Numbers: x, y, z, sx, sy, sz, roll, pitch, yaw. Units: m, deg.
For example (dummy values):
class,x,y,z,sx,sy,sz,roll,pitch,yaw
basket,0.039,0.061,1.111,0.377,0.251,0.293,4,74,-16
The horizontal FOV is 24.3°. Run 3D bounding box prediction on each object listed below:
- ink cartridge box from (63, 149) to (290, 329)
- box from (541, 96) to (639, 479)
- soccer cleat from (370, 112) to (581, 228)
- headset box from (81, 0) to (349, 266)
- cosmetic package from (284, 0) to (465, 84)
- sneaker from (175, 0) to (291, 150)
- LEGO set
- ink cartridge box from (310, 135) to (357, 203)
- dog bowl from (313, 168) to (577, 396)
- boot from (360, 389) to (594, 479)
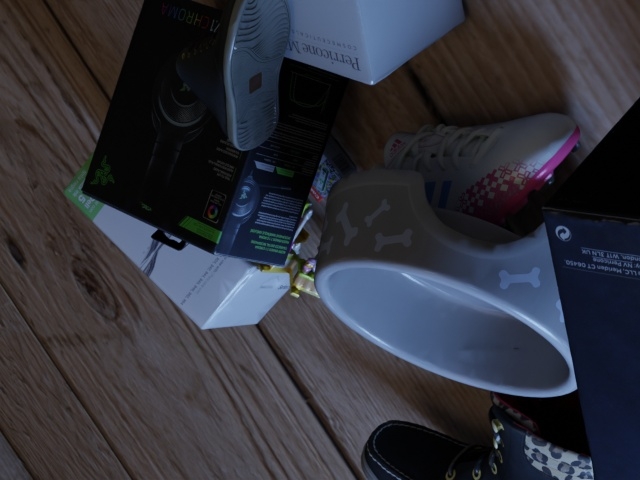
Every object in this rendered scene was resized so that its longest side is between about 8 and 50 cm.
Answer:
class,x,y,z,sx,sy,sz,roll,pitch,yaw
ink cartridge box,-0.177,-0.013,1.981,0.273,0.198,0.114,44,103,15
box,0.347,0.029,1.263,0.183,0.296,0.294,8,127,37
soccer cleat,0.144,-0.074,1.598,0.143,0.116,0.331,44,149,-5
headset box,-0.128,-0.126,1.754,0.246,0.131,0.283,25,98,38
cosmetic package,-0.004,-0.370,1.476,0.217,0.156,0.385,21,136,42
sneaker,-0.102,-0.204,1.551,0.118,0.083,0.222,43,146,27
LEGO set,0.000,0.000,1.870,0.287,0.132,0.107,40,118,14
ink cartridge box,-0.005,-0.084,1.865,0.063,0.029,0.115,52,147,1
dog bowl,0.151,0.057,1.593,0.349,0.102,0.349,21,161,8
boot,0.220,0.262,1.805,0.377,0.138,0.284,29,142,27
